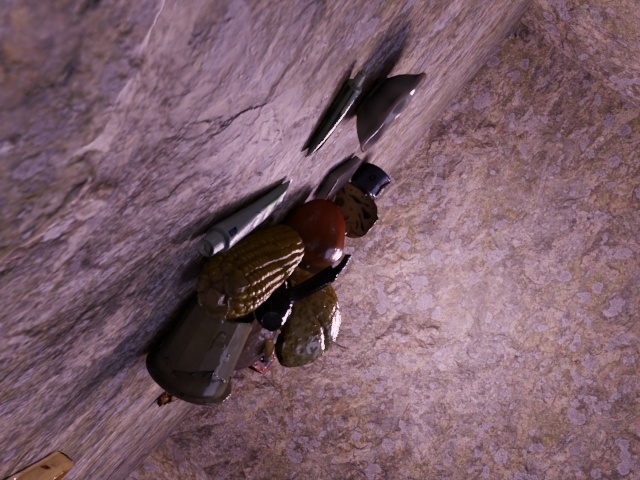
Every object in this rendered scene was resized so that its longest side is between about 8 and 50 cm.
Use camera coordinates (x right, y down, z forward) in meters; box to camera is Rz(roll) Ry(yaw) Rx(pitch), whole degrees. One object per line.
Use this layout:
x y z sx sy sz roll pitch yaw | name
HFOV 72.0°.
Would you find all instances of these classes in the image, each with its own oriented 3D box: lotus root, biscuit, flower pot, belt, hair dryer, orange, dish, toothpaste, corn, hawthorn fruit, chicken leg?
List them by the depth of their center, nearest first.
-0.131 -0.047 0.834 0.075 0.048 0.297 -56 175 33 | toothpaste
0.028 -0.238 0.849 0.049 0.031 0.204 -42 172 -50 | toothpaste
-0.559 0.467 0.858 0.052 0.056 0.188 -47 175 -7 | biscuit
-0.138 0.051 0.969 0.144 0.144 0.387 -52 177 25 | corn
-0.253 0.232 1.002 0.203 0.212 0.212 -58 173 10 | flower pot
0.141 -0.311 1.016 0.229 0.081 0.229 -49 178 -2 | dish
-0.034 0.103 1.079 0.271 0.091 0.235 -26 -160 8 | hair dryer
-0.010 -0.036 1.244 0.199 0.199 0.251 118 -4 -67 | hawthorn fruit
-0.045 0.241 1.415 0.369 0.210 0.271 -97 -160 -51 | orange
0.068 -0.078 1.520 0.199 0.188 0.180 -49 -174 -27 | lotus root
-0.528 0.573 1.668 0.207 0.101 0.085 -14 114 -66 | chicken leg
0.196 -0.216 1.747 0.126 0.139 0.230 -50 177 -1 | belt

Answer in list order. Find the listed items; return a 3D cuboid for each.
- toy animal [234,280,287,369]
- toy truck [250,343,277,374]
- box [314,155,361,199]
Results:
-0.229 0.257 1.271 0.358 0.188 0.227 -52 -163 36 | toy animal
-0.260 0.350 1.465 0.252 0.107 0.114 8 -123 43 | toy truck
0.056 -0.190 1.364 0.115 0.036 0.177 -54 173 38 | box
